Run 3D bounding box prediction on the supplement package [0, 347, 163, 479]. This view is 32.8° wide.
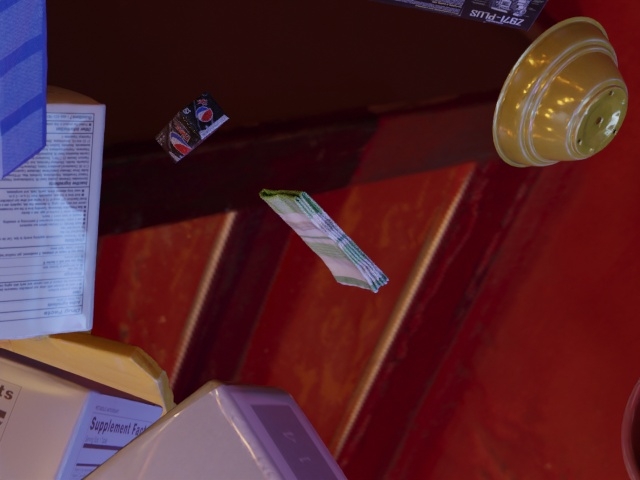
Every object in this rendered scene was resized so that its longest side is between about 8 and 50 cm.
[{"bbox_3d":[-0.201,0.179,0.582,0.134,0.139,0.244,17,80,11],"label":"supplement package"}]

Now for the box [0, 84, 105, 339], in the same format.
[{"bbox_3d":[-0.307,-0.032,1.059,0.127,0.148,0.232,24,112,51],"label":"box"}]

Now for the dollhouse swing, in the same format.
[{"bbox_3d":[-0.351,0.192,1.854,0.305,0.315,0.347,0,130,12],"label":"dollhouse swing"}]

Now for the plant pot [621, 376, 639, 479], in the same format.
[{"bbox_3d":[0.360,0.178,0.833,0.201,0.201,0.180,3,143,48],"label":"plant pot"}]

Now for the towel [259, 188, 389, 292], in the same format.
[{"bbox_3d":[0.000,0.000,1.236,0.152,0.023,0.113,46,163,-21],"label":"towel"}]

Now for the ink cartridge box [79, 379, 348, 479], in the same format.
[{"bbox_3d":[-0.040,0.234,0.309,0.261,0.066,0.296,-39,72,10],"label":"ink cartridge box"}]

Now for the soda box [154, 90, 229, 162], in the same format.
[{"bbox_3d":[-0.197,-0.169,1.638,0.053,0.060,0.169,51,159,-6],"label":"soda box"}]

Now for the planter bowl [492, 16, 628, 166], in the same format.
[{"bbox_3d":[0.333,-0.172,1.413,0.090,0.217,0.217,41,130,39],"label":"planter bowl"}]

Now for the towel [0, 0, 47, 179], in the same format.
[{"bbox_3d":[-0.284,-0.072,0.742,0.034,0.285,0.209,26,135,12],"label":"towel"}]

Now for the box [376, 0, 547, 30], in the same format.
[{"bbox_3d":[0.129,-0.272,0.992,0.147,0.180,0.077,107,173,-75],"label":"box"}]
